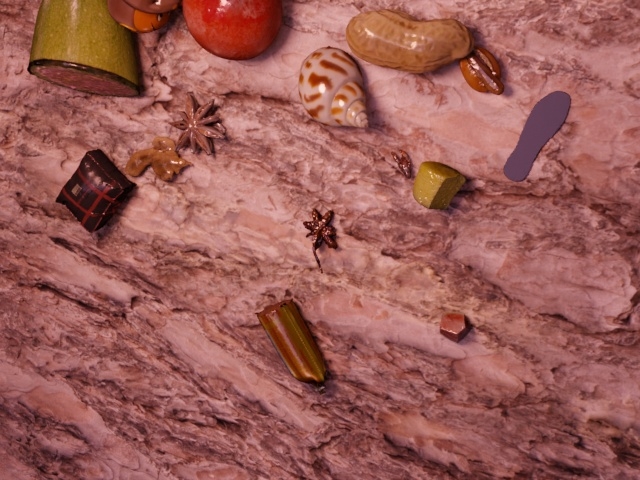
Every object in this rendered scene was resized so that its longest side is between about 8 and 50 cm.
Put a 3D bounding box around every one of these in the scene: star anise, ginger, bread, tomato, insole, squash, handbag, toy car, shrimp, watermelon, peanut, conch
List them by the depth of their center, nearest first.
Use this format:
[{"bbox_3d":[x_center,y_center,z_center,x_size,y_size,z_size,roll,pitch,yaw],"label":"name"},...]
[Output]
[{"bbox_3d":[0.224,-0.509,1.532,0.324,0.140,0.153,6,61,8],"label":"peanut"},{"bbox_3d":[0.554,-0.269,1.557,0.086,0.005,0.253,31,108,9],"label":"insole"},{"bbox_3d":[-0.229,-0.607,1.581,0.264,0.265,0.265,3,103,15],"label":"tomato"},{"bbox_3d":[-0.512,-0.714,1.583,0.340,0.271,0.240,33,137,-3],"label":"toy car"},{"bbox_3d":[0.305,-0.150,1.597,0.111,0.129,0.114,43,120,42],"label":"bread"},{"bbox_3d":[0.038,-0.394,1.601,0.275,0.148,0.183,43,114,6],"label":"conch"},{"bbox_3d":[0.229,-0.213,1.650,0.038,0.029,0.092,-35,87,21],"label":"shrimp"},{"bbox_3d":[0.373,0.250,1.690,0.084,0.072,0.092,0,107,34],"label":"watermelon"},{"bbox_3d":[-0.646,-0.595,1.713,0.310,0.310,0.309,8,88,14],"label":"squash"},{"bbox_3d":[0.000,0.000,1.737,0.097,0.070,0.191,-10,87,7],"label":"star anise"},{"bbox_3d":[-0.367,-0.341,1.778,0.182,0.065,0.195,-8,98,22],"label":"star anise"},{"bbox_3d":[-0.505,-0.234,1.840,0.214,0.059,0.133,-27,89,18],"label":"ginger"},{"bbox_3d":[-0.691,-0.149,1.861,0.169,0.155,0.215,40,109,-5],"label":"handbag"}]

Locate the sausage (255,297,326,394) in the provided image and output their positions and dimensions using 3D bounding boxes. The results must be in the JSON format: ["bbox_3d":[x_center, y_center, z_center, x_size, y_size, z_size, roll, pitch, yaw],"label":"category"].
[{"bbox_3d":[-0.063,0.325,1.808,0.125,0.117,0.318,-27,95,34],"label":"sausage"}]

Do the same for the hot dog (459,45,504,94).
[{"bbox_3d":[0.411,-0.426,1.535,0.089,0.060,0.140,-28,97,24],"label":"hot dog"}]
